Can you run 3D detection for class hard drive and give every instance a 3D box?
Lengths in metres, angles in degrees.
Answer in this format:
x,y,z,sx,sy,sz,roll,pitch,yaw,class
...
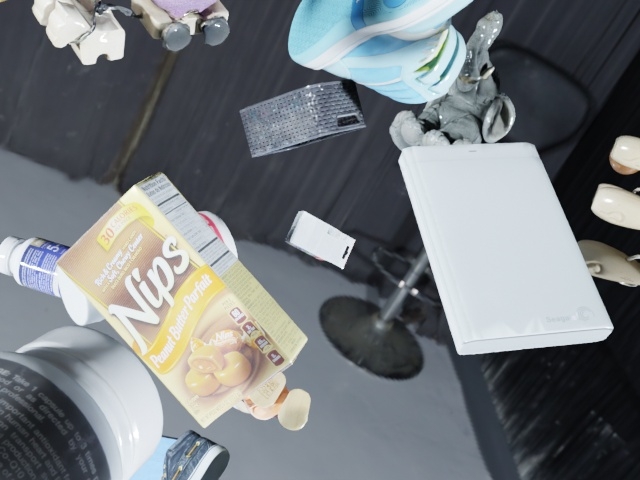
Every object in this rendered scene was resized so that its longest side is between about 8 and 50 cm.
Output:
x,y,z,sx,sy,sz,roll,pitch,yaw,class
0.238,-0.001,1.109,0.203,0.040,0.307,-4,55,-14,hard drive

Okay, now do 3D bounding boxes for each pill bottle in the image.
x,y,z,sx,sy,sz,roll,pitch,yaw,class
-0.593,0.055,1.790,0.187,0.112,0.112,16,26,10,pill bottle
-0.336,0.059,1.626,0.319,0.176,0.176,-18,51,-36,pill bottle
-0.304,0.221,0.715,0.204,0.204,0.361,34,29,9,pill bottle

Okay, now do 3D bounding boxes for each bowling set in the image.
x,y,z,sx,sy,sz,roll,pitch,yaw,class
0.495,-0.078,1.230,0.154,0.287,0.200,21,53,15,bowling set

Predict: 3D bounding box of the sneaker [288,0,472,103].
x,y,z,sx,sy,sz,roll,pitch,yaw,class
0.126,-0.256,0.972,0.208,0.127,0.319,18,-12,-31,sneaker

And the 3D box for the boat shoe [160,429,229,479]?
x,y,z,sx,sy,sz,roll,pitch,yaw,class
-0.223,0.386,1.291,0.083,0.065,0.183,21,64,34,boat shoe

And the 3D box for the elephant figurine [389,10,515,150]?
x,y,z,sx,sy,sz,roll,pitch,yaw,class
0.244,-0.219,1.375,0.169,0.239,0.186,39,-14,-8,elephant figurine

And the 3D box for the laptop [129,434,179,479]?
x,y,z,sx,sy,sz,roll,pitch,yaw,class
-0.483,0.636,1.779,0.382,0.236,0.407,15,46,-17,laptop

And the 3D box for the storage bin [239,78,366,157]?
x,y,z,sx,sy,sz,roll,pitch,yaw,class
-0.030,-0.203,1.382,0.122,0.180,0.084,-20,96,-50,storage bin

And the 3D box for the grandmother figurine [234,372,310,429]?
x,y,z,sx,sy,sz,roll,pitch,yaw,class
-0.124,0.308,1.660,0.104,0.342,0.208,-43,92,-18,grandmother figurine

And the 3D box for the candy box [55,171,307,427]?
x,y,z,sx,sy,sz,roll,pitch,yaw,class
-0.193,0.085,1.163,0.316,0.183,0.087,49,23,-4,candy box

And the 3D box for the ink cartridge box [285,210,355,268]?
x,y,z,sx,sy,sz,roll,pitch,yaw,class
0.000,0.000,1.502,0.115,0.062,0.029,29,-11,-20,ink cartridge box

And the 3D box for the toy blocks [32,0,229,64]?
x,y,z,sx,sy,sz,roll,pitch,yaw,class
-0.218,-0.298,0.503,0.289,0.260,0.309,-18,58,-32,toy blocks
